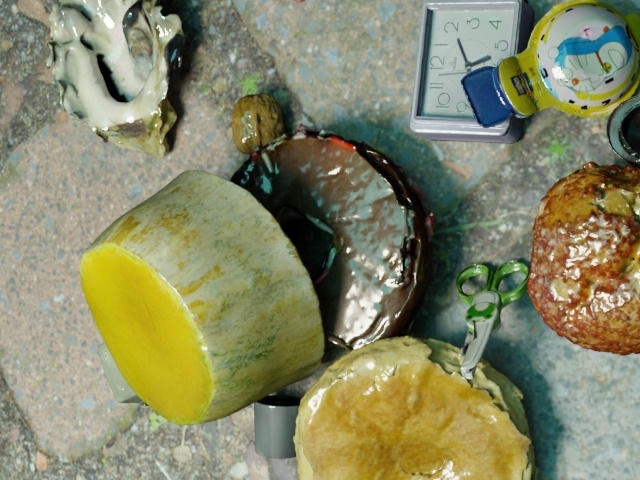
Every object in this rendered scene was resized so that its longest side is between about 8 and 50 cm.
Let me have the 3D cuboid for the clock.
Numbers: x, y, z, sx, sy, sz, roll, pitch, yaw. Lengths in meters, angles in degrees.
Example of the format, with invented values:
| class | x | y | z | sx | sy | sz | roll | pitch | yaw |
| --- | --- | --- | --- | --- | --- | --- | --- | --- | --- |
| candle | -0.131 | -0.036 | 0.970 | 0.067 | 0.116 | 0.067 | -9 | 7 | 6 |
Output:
| class | x | y | z | sx | sy | sz | roll | pitch | yaw |
| --- | --- | --- | --- | --- | --- | --- | --- | --- | --- |
| clock | 0.202 | -0.233 | 1.337 | 0.144 | 0.073 | 0.194 | 5 | 89 | 26 |

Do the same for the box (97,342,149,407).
| class | x | y | z | sx | sy | sz | roll | pitch | yaw |
| --- | --- | --- | --- | --- | --- | --- | --- | --- | --- |
| box | -0.257 | 0.177 | 1.524 | 0.172 | 0.093 | 0.124 | -32 | 73 | 21 |

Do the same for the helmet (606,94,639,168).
| class | x | y | z | sx | sy | sz | roll | pitch | yaw |
| --- | --- | --- | --- | --- | --- | --- | --- | --- | --- |
| helmet | 0.422 | -0.128 | 1.221 | 0.123 | 0.070 | 0.098 | 13 | 86 | 33 |

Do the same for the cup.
| class | x | y | z | sx | sy | sz | roll | pitch | yaw |
| --- | --- | --- | --- | --- | --- | --- | --- | --- | --- |
| cup | -0.047 | 0.269 | 1.430 | 0.100 | 0.078 | 0.077 | 2 | 93 | -4 |

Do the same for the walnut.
| class | x | y | z | sx | sy | sz | roll | pitch | yaw |
| --- | --- | --- | --- | --- | --- | --- | --- | --- | --- |
| walnut | -0.093 | -0.170 | 1.478 | 0.078 | 0.082 | 0.096 | -4 | 82 | -2 |

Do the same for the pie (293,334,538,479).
| class | x | y | z | sx | sy | sz | roll | pitch | yaw |
| --- | --- | --- | --- | --- | --- | --- | --- | --- | --- |
| pie | 0.116 | 0.282 | 1.288 | 0.339 | 0.083 | 0.340 | 3 | 106 | 11 |

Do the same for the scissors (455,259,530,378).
| class | x | y | z | sx | sy | sz | roll | pitch | yaw |
| --- | --- | --- | --- | --- | --- | --- | --- | --- | --- |
| scissors | 0.208 | 0.098 | 1.259 | 0.101 | 0.204 | 0.027 | -8 | 125 | 26 |

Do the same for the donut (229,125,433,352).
| class | x | y | z | sx | sy | sz | roll | pitch | yaw |
| --- | --- | --- | --- | --- | --- | --- | --- | --- | --- |
| donut | 0.015 | -0.017 | 1.383 | 0.345 | 0.136 | 0.259 | 33 | 99 | 24 |

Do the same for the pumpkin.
| class | x | y | z | sx | sy | sz | roll | pitch | yaw |
| --- | --- | --- | --- | --- | --- | --- | --- | --- | --- |
| pumpkin | -0.170 | 0.096 | 1.331 | 0.332 | 0.199 | 0.332 | 31 | 142 | 28 |

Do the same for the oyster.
| class | x | y | z | sx | sy | sz | roll | pitch | yaw |
| --- | --- | --- | --- | --- | --- | --- | --- | --- | --- |
| oyster | -0.308 | -0.298 | 1.579 | 0.237 | 0.115 | 0.351 | -19 | 83 | 15 |

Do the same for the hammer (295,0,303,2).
| class | x | y | z | sx | sy | sz | roll | pitch | yaw |
| --- | --- | --- | --- | --- | --- | --- | --- | --- | --- |
| hammer | -0.048 | -0.393 | 1.490 | 0.043 | 0.043 | 0.083 | -49 | 66 | 15 |

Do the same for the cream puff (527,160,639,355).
| class | x | y | z | sx | sy | sz | roll | pitch | yaw |
| --- | --- | --- | --- | --- | --- | --- | --- | --- | --- |
| cream puff | 0.356 | 0.023 | 1.192 | 0.240 | 0.164 | 0.240 | -1 | 88 | 36 |

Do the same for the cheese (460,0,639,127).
| class | x | y | z | sx | sy | sz | roll | pitch | yaw |
| --- | --- | --- | --- | --- | --- | --- | --- | --- | --- |
| cheese | 0.303 | -0.216 | 1.254 | 0.250 | 0.064 | 0.157 | -24 | 87 | -3 |
